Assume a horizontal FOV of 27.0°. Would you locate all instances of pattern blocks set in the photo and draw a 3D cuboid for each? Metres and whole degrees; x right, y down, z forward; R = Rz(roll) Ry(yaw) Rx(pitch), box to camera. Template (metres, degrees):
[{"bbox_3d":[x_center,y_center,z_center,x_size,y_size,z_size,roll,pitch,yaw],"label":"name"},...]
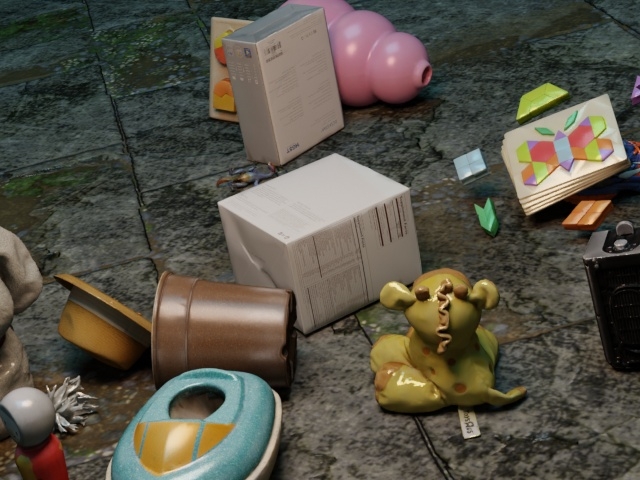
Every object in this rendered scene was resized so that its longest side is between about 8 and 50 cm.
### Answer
[{"bbox_3d":[0.361,-0.130,1.960,0.325,0.026,0.285,-33,46,8],"label":"pattern blocks set"}]

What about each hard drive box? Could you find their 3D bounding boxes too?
[{"bbox_3d":[-0.062,-0.273,2.327,0.089,0.232,0.181,14,35,40],"label":"hard drive box"}]

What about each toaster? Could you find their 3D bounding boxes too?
[{"bbox_3d":[0.416,0.066,1.587,0.168,0.185,0.110,-8,24,23],"label":"toaster"}]

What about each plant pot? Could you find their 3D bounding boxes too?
[{"bbox_3d":[-0.116,0.123,1.689,0.165,0.167,0.167,1,29,5],"label":"plant pot"}]

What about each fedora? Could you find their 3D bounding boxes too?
[{"bbox_3d":[-0.290,0.119,1.788,0.194,0.194,0.079,21,76,46],"label":"fedora"}]

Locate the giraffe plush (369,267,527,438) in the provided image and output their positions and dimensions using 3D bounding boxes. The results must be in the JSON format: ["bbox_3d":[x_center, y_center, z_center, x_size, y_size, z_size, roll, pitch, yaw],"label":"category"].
[{"bbox_3d":[0.143,0.109,1.590,0.181,0.170,0.210,-17,28,-13],"label":"giraffe plush"}]

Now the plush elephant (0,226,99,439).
[{"bbox_3d":[-0.467,0.133,1.675,0.330,0.255,0.272,-5,28,11],"label":"plush elephant"}]

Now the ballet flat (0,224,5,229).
[{"bbox_3d":[-0.505,0.029,2.104,0.074,0.074,0.203,-12,21,-3],"label":"ballet flat"}]

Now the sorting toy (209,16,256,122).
[{"bbox_3d":[-0.143,-0.312,2.477,0.208,0.193,0.038,15,19,42],"label":"sorting toy"}]

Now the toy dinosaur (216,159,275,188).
[{"bbox_3d":[-0.119,-0.114,2.258,0.082,0.047,0.090,-9,10,-40],"label":"toy dinosaur"}]

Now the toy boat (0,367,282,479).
[{"bbox_3d":[-0.208,0.230,1.512,0.318,0.148,0.267,-4,28,13],"label":"toy boat"}]

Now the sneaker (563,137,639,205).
[{"bbox_3d":[0.463,-0.118,1.999,0.221,0.087,0.083,-17,29,-12],"label":"sneaker"}]

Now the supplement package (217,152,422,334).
[{"bbox_3d":[0.000,0.000,1.873,0.203,0.149,0.194,-24,30,-24],"label":"supplement package"}]

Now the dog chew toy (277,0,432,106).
[{"bbox_3d":[0.056,-0.340,2.465,0.332,0.206,0.207,20,39,32],"label":"dog chew toy"}]
